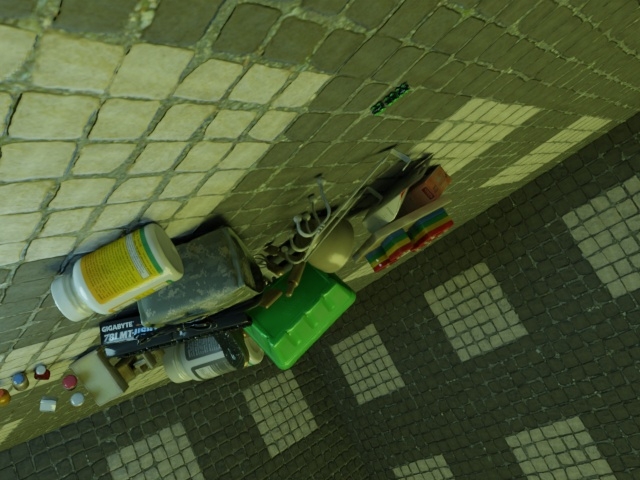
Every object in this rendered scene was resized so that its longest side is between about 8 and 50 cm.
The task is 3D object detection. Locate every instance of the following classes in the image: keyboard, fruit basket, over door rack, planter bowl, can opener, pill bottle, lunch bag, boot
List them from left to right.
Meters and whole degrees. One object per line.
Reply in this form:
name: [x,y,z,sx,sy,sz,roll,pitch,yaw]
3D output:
pill bottle: [-0.371,0.063,0.912,0.208,0.117,0.117,-27,167,-2]
keyboard: [-0.312,0.212,1.099,0.317,0.033,0.201,-15,162,-2]
lunch bag: [-0.263,0.105,1.148,0.235,0.169,0.287,-20,166,1]
pill bottle: [-0.424,0.434,1.967,0.361,0.204,0.204,-18,169,11]
boot: [-0.241,0.333,1.801,0.269,0.236,0.089,-7,138,-47]
can opener: [-0.128,0.064,1.552,0.280,0.074,0.093,-35,-161,36]
fruit basket: [-0.087,0.237,1.749,0.392,0.283,0.392,-39,156,-21]
planter bowl: [0.000,0.000,1.382,0.109,0.162,0.162,19,138,-36]
over door rack: [0.042,-0.092,1.221,0.324,0.108,0.239,-38,172,-20]

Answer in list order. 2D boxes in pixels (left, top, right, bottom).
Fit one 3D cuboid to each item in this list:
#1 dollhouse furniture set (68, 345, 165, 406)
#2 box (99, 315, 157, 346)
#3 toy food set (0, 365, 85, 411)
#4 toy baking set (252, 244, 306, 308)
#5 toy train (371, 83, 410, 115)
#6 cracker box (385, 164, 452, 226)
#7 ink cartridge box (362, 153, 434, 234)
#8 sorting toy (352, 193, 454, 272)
dollhouse furniture set: [-0.682,0.402,1.645,0.212,0.161,0.242,-29,-171,8]
box: [-0.423,0.248,1.442,0.293,0.073,0.295,-13,168,10]
toy food set: [-0.794,0.424,1.420,0.232,0.111,0.104,13,150,-20]
toy baking set: [-0.131,0.080,1.311,0.197,0.030,0.256,-5,-143,25]
toy train: [0.130,-0.258,0.915,0.083,0.017,0.024,-34,175,24]
cracker box: [0.282,-0.121,1.534,0.232,0.067,0.156,-39,-177,40]
ink cartridge box: [0.229,-0.129,1.378,0.225,0.056,0.181,-35,-169,34]
sorting toy: [0.249,-0.003,1.467,0.257,0.089,0.255,-27,170,-18]
